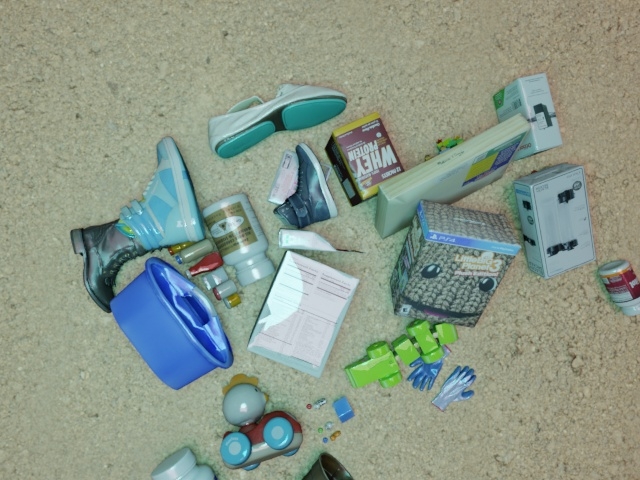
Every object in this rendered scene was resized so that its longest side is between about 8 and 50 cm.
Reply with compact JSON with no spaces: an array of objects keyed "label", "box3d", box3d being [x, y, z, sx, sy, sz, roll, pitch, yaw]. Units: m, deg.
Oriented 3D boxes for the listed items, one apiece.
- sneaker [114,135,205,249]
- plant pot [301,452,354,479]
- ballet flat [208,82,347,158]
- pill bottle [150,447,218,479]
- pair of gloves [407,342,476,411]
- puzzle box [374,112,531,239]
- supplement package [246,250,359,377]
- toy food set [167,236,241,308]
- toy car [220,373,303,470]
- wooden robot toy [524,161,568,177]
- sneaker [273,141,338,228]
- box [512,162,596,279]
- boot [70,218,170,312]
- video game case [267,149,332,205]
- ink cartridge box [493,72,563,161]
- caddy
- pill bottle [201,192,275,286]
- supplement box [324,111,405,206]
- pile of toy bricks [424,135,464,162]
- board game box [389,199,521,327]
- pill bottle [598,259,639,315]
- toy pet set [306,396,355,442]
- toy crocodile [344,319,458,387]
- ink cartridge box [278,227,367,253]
[{"label":"sneaker","box3d":[-0.434,-0.120,1.219,0.208,0.127,0.318,-18,65,-7]},{"label":"plant pot","box3d":[-0.003,0.690,1.259,0.165,0.167,0.167,-44,93,2]},{"label":"ballet flat","box3d":[-0.127,-0.357,1.299,0.401,0.139,0.139,-23,91,-5]},{"label":"pill bottle","box3d":[-0.320,0.687,1.225,0.152,0.152,0.271,-29,92,-6]},{"label":"pair of gloves","box3d":[0.355,0.397,1.367,0.198,0.023,0.159,44,85,-2]},{"label":"puzzle box","box3d":[0.336,-0.158,1.261,0.409,0.272,0.052,-27,70,-6]},{"label":"supplement package","box3d":[-0.050,0.182,1.244,0.198,0.199,0.262,23,86,-5]},{"label":"toy food set","box3d":[-0.308,0.088,1.255,0.105,0.111,0.232,-28,88,-19]},{"label":"toy car","box3d":[-0.173,0.457,1.252,0.211,0.219,0.237,-17,62,-6]},{"label":"wooden robot toy","box3d":[0.658,-0.163,1.404,0.173,0.076,0.079,-32,128,-2]},{"label":"sneaker","box3d":[-0.066,-0.142,1.289,0.164,0.086,0.226,-22,92,-9]},{"label":"box","box3d":[0.661,-0.054,1.338,0.169,0.087,0.289,-21,108,-6]},{"label":"boot","box3d":[-0.514,0.042,1.262,0.229,0.091,0.262,-18,97,-14]},{"label":"video game case","box3d":[-0.059,-0.161,1.345,0.143,0.019,0.157,20,86,-5]},{"label":"ink cartridge box","box3d":[0.586,-0.345,1.348,0.087,0.153,0.208,-14,91,-7]},{"label":"caddy","box3d":[-0.354,0.200,1.196,0.179,0.241,0.341,-36,92,1]},{"label":"pill bottle","box3d":[-0.213,0.000,1.267,0.131,0.131,0.229,-25,91,-6]},{"label":"supplement box","box3d":[0.116,-0.210,1.275,0.129,0.194,0.191,-25,91,-6]},{"label":"pile of toy bricks","box3d":[0.373,-0.254,1.358,0.212,0.118,0.105,-26,59,3]},{"label":"board game box","box3d":[0.337,0.066,1.242,0.232,0.141,0.290,9,127,-5]},{"label":"pill bottle","box3d":[0.895,0.140,1.396,0.086,0.086,0.151,-28,92,-6]},{"label":"toy pet set","box3d":[0.036,0.494,1.310,0.114,0.065,0.122,-27,91,-6]},{"label":"toy crocodile","box3d":[0.229,0.310,1.326,0.341,0.105,0.115,-29,92,-1]},{"label":"ink cartridge box","box3d":[0.000,0.000,1.264,0.225,0.181,0.056,3,92,-5]}]
